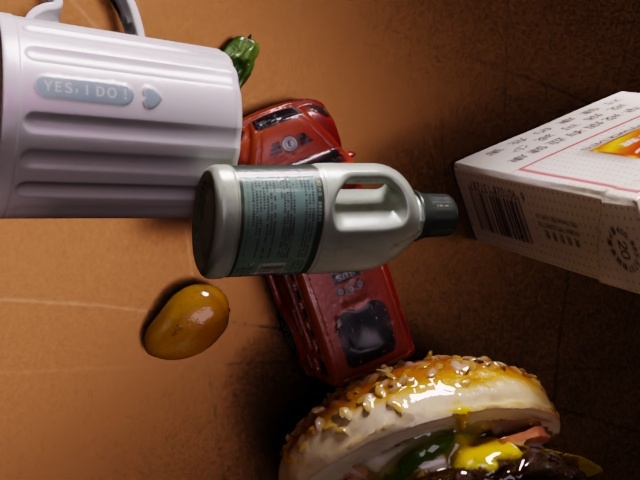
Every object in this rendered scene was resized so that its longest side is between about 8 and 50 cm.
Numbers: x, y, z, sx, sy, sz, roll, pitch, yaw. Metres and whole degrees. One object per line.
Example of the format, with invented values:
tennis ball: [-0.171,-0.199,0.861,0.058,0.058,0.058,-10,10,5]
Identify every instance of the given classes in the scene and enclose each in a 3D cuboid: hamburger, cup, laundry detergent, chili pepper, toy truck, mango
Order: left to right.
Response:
cup: [-0.177,-0.122,1.035,0.202,0.167,0.221,3,105,-22]
mango: [-0.124,0.077,1.144,0.089,0.046,0.060,-32,104,1]
chili pepper: [-0.081,-0.146,1.137,0.034,0.030,0.091,11,96,-45]
toy truck: [0.000,0.000,1.135,0.108,0.114,0.252,-22,105,-13]
laundry detergent: [0.010,-0.018,1.033,0.226,0.070,0.099,-2,115,-21]
hamburger: [0.107,0.231,1.113,0.291,0.291,0.225,-8,60,-17]

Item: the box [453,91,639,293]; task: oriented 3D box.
box: [0.286,-0.053,1.110,0.210,0.330,0.095,-24,104,-14]
